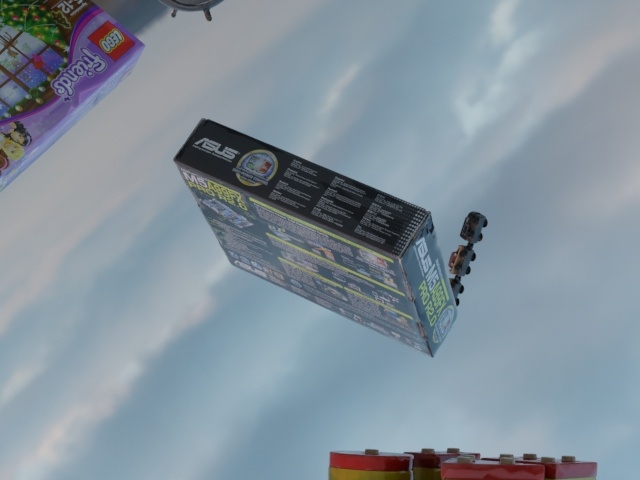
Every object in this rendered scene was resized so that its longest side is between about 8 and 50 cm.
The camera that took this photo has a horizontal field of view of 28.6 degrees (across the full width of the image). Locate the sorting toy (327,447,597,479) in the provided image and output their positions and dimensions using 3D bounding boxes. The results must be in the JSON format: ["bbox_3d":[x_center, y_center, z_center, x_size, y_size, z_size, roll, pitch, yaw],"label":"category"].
[{"bbox_3d":[0.138,0.260,1.279,0.257,0.090,0.255,-3,171,40],"label":"sorting toy"}]

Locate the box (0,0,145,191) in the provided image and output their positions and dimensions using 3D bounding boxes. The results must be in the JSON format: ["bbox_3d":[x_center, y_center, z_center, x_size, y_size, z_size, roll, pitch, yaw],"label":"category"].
[{"bbox_3d":[-0.340,-0.171,1.255,0.293,0.201,0.057,-52,-178,-40],"label":"box"}]

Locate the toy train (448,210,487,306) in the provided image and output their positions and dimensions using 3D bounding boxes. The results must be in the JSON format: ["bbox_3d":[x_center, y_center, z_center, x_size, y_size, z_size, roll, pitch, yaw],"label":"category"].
[{"bbox_3d":[0.200,0.030,1.803,0.036,0.027,0.158,41,-59,47],"label":"toy train"}]

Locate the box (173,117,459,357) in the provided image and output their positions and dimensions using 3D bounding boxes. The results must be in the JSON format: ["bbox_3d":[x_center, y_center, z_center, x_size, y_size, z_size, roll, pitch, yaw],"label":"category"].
[{"bbox_3d":[0.000,0.000,1.277,0.270,0.216,0.060,23,-113,26],"label":"box"}]

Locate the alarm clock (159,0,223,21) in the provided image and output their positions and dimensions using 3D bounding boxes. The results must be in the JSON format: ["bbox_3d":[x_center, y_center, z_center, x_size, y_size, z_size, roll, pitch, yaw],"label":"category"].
[{"bbox_3d":[-0.180,-0.385,1.684,0.129,0.192,0.064,-17,-137,5],"label":"alarm clock"}]
